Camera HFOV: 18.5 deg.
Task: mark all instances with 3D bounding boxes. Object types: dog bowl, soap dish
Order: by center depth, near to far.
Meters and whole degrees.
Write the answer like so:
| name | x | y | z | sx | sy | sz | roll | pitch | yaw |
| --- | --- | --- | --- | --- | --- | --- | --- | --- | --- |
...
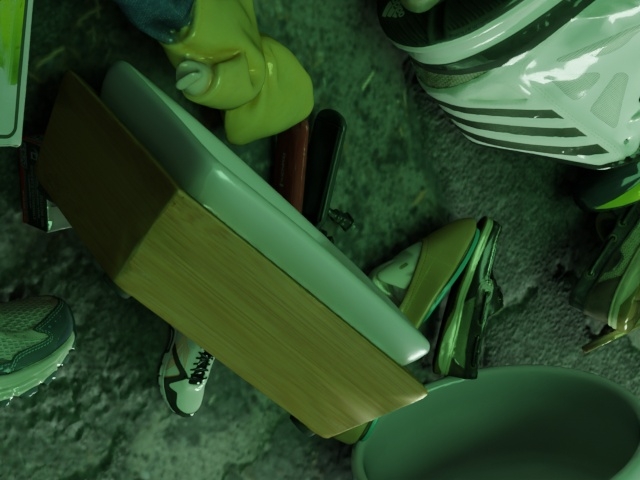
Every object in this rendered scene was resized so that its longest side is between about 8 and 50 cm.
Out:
| name | x | y | z | sx | sy | sz | roll | pitch | yaw |
| --- | --- | --- | --- | --- | --- | --- | --- | --- | --- |
| soap dish | -0.071 | 0.011 | 1.471 | 0.118 | 0.229 | 0.291 | -48 | 127 | 3 |
| dog bowl | 0.163 | 0.216 | 1.727 | 0.265 | 0.265 | 0.104 | -25 | 118 | -30 |

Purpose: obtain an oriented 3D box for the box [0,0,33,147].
| name | x | y | z | sx | sy | sz | roll | pitch | yaw |
| --- | --- | --- | --- | --- | --- | --- | --- | --- | --- |
| box | -0.290 | -0.163 | 1.260 | 0.087 | 0.290 | 0.169 | -1 | 102 | -37 |

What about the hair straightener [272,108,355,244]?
| name | x | y | z | sx | sy | sz | roll | pitch | yaw |
| --- | --- | --- | --- | --- | --- | --- | --- | --- | --- |
| hair straightener | 0.000 | 0.000 | 1.683 | 0.089 | 0.047 | 0.230 | -6 | 106 | -36 |

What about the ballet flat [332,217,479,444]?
| name | x | y | z | sx | sy | sz | roll | pitch | yaw |
| --- | --- | --- | --- | --- | --- | --- | --- | --- | --- |
| ballet flat | 0.060 | 0.066 | 1.734 | 0.073 | 0.080 | 0.232 | 31 | 78 | -9 |

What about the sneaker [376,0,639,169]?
| name | x | y | z | sx | sy | sz | roll | pitch | yaw |
| --- | --- | --- | --- | --- | --- | --- | --- | --- | --- |
| sneaker | 0.291 | -0.224 | 1.711 | 0.447 | 0.169 | 0.257 | -25 | 139 | 10 |

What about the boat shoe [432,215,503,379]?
| name | x | y | z | sx | sy | sz | roll | pitch | yaw |
| --- | --- | --- | --- | --- | --- | --- | --- | --- | --- |
| boat shoe | 0.143 | 0.054 | 1.796 | 0.049 | 0.056 | 0.152 | 16 | 103 | -3 |

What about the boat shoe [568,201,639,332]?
| name | x | y | z | sx | sy | sz | roll | pitch | yaw |
| --- | --- | --- | --- | --- | --- | --- | --- | --- | --- |
| boat shoe | 0.298 | -0.011 | 1.880 | 0.080 | 0.073 | 0.223 | 91 | 21 | -52 |

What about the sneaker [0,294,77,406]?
| name | x | y | z | sx | sy | sz | roll | pitch | yaw |
| --- | --- | --- | --- | --- | --- | --- | --- | --- | --- |
| sneaker | -0.305 | 0.068 | 1.429 | 0.283 | 0.110 | 0.122 | -15 | 107 | -34 |

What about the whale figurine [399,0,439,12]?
| name | x | y | z | sx | sy | sz | roll | pitch | yaw |
| --- | --- | --- | --- | --- | --- | --- | --- | --- | --- |
| whale figurine | 0.059 | -0.317 | 1.561 | 0.272 | 0.216 | 0.141 | 56 | 39 | -24 |

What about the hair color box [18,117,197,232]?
| name | x | y | z | sx | sy | sz | roll | pitch | yaw |
| --- | --- | --- | --- | --- | --- | --- | --- | --- | --- |
| hair color box | -0.164 | -0.055 | 1.544 | 0.141 | 0.043 | 0.072 | -12 | 110 | -36 |

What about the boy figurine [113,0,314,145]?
| name | x | y | z | sx | sy | sz | roll | pitch | yaw |
| --- | --- | --- | --- | --- | --- | --- | --- | --- | --- |
| boy figurine | -0.100 | -0.169 | 1.510 | 0.092 | 0.177 | 0.285 | -27 | 146 | 15 |

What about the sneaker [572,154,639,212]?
| name | x | y | z | sx | sy | sz | roll | pitch | yaw |
| --- | --- | --- | --- | --- | --- | --- | --- | --- | --- |
| sneaker | 0.315 | -0.159 | 1.865 | 0.121 | 0.111 | 0.300 | 37 | 78 | -19 |

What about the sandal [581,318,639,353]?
| name | x | y | z | sx | sy | sz | roll | pitch | yaw |
| --- | --- | --- | --- | --- | --- | --- | --- | --- | --- |
| sandal | 0.323 | 0.040 | 1.942 | 0.240 | 0.088 | 0.079 | -20 | 82 | -40 |

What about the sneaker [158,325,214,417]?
| name | x | y | z | sx | sy | sz | roll | pitch | yaw |
| --- | --- | --- | --- | --- | --- | --- | --- | --- | --- |
| sneaker | -0.106 | 0.096 | 1.630 | 0.040 | 0.043 | 0.109 | -5 | 107 | -39 |
